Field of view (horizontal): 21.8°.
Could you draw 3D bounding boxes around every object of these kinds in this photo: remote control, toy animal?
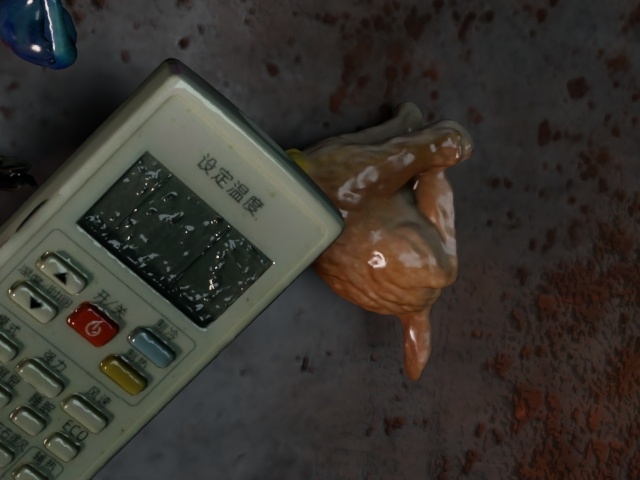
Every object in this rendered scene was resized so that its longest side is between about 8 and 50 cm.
[{"bbox_3d":[-0.152,0.060,0.958,0.344,0.050,0.145,-45,114,8],"label":"remote control"},{"bbox_3d":[-0.007,0.009,1.046,0.185,0.104,0.184,-5,102,-29],"label":"toy animal"}]

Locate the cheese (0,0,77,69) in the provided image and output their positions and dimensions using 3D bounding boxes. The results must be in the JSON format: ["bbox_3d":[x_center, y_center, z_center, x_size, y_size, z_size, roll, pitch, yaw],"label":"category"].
[{"bbox_3d":[-0.161,-0.253,0.867,0.129,0.217,0.329,-8,122,-8],"label":"cheese"}]

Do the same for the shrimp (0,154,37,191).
[{"bbox_3d":[-0.267,0.002,0.944,0.219,0.046,0.152,-4,101,-22],"label":"shrimp"}]
